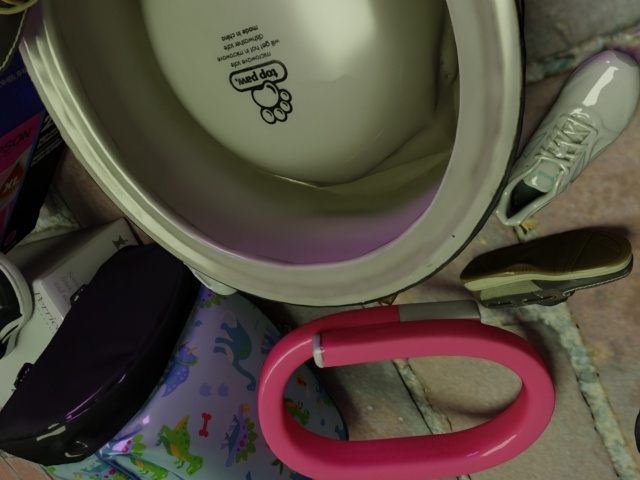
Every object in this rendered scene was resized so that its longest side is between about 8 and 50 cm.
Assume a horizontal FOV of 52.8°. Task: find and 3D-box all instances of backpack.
[{"bbox_3d":[-0.132,0.212,0.755,0.273,0.290,0.356,-4,129,25],"label":"backpack"}]

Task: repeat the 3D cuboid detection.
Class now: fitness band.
[{"bbox_3d":[0.081,0.160,0.639,0.290,0.054,0.209,-5,122,4],"label":"fitness band"}]

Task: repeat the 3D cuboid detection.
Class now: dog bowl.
[{"bbox_3d":[-0.036,-0.154,0.485,0.407,0.150,0.408,18,131,21],"label":"dog bowl"}]

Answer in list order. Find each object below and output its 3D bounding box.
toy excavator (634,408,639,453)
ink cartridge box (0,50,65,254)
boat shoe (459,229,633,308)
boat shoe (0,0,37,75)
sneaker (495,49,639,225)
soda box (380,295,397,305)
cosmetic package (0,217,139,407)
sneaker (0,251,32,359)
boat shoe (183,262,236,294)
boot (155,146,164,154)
[{"bbox_3d":[0.476,0.101,0.308,0.433,0.444,0.223,-122,22,-48],"label":"toy excavator"},{"bbox_3d":[-0.353,-0.091,0.709,0.069,0.176,0.371,34,130,-5],"label":"ink cartridge box"},{"bbox_3d":[0.192,0.029,0.546,0.152,0.056,0.049,-11,122,50],"label":"boat shoe"},{"bbox_3d":[-0.212,-0.189,0.410,0.068,0.081,0.228,38,133,9],"label":"boat shoe"},{"bbox_3d":[0.179,-0.066,0.472,0.053,0.061,0.152,34,134,10],"label":"sneaker"},{"bbox_3d":[0.000,0.000,0.646,0.181,0.058,0.061,17,132,23],"label":"soda box"},{"bbox_3d":[-0.388,0.118,0.932,0.384,0.156,0.217,-11,115,40],"label":"cosmetic package"},{"bbox_3d":[-0.416,0.110,0.755,0.079,0.121,0.217,39,133,5],"label":"sneaker"},{"bbox_3d":[-0.126,0.004,0.685,0.184,0.066,0.063,27,132,53],"label":"boat shoe"},{"bbox_3d":[-0.186,-0.143,0.642,0.106,0.037,0.114,-124,13,-63],"label":"boot"}]
